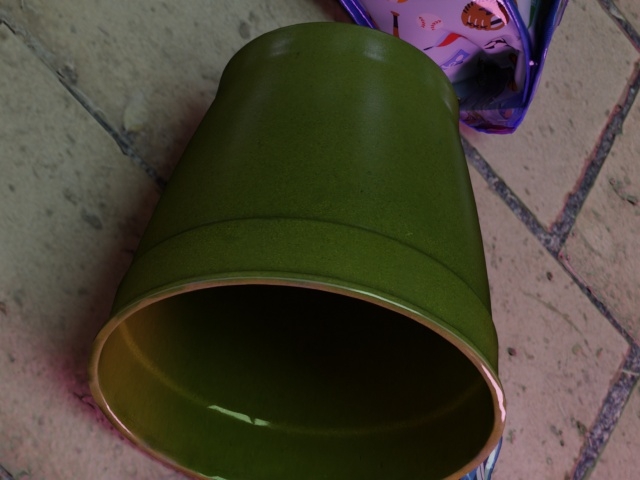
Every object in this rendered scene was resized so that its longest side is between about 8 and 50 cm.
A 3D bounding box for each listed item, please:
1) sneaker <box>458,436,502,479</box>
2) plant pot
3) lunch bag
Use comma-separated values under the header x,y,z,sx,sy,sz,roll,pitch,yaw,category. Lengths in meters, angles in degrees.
x,y,z,sx,sy,sz,roll,pitch,yaw,category
0.146,0.245,1.976,0.059,0.053,0.144,36,49,-29,sneaker
0.000,0.000,1.747,0.366,0.366,0.353,33,48,-30,plant pot
0.168,-0.349,2.036,0.385,0.239,0.328,55,45,-44,lunch bag
